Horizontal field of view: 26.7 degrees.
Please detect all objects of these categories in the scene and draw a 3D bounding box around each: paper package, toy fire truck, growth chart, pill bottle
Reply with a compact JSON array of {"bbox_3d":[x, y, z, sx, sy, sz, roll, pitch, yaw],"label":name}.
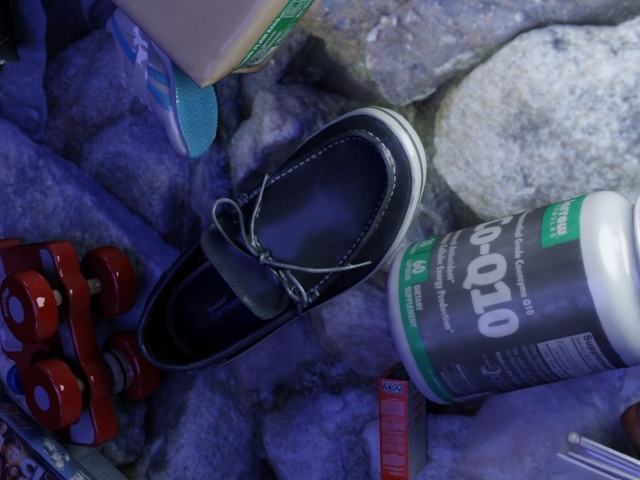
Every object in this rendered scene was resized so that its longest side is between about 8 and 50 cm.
[{"bbox_3d":[-0.120,-0.405,1.650,0.309,0.168,0.325,45,115,8],"label":"paper package"},{"bbox_3d":[-0.380,0.140,1.925,0.254,0.169,0.302,-4,102,50],"label":"toy fire truck"},{"bbox_3d":[0.343,0.337,1.668,0.172,0.021,0.237,28,133,13],"label":"growth chart"},{"bbox_3d":[0.277,0.060,1.566,0.361,0.204,0.204,-16,96,26],"label":"pill bottle"}]

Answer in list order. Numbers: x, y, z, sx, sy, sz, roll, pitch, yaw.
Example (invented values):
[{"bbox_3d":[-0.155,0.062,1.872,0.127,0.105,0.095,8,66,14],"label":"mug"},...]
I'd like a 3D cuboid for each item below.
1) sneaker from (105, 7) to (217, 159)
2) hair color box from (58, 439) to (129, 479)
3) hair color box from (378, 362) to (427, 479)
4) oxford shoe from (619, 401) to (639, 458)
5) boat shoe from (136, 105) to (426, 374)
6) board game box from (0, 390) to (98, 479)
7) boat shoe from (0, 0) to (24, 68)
[{"bbox_3d":[-0.210,-0.212,1.790,0.092,0.087,0.228,-23,86,34],"label":"sneaker"},{"bbox_3d":[-0.298,0.483,1.981,0.374,0.113,0.185,41,116,9],"label":"hair color box"},{"bbox_3d":[0.108,0.237,1.761,0.043,0.072,0.141,4,104,23],"label":"hair color box"},{"bbox_3d":[0.442,0.281,1.634,0.212,0.076,0.076,55,145,3],"label":"oxford shoe"},{"bbox_3d":[-0.059,0.019,1.713,0.500,0.156,0.187,-40,82,32],"label":"boat shoe"},{"bbox_3d":[-0.404,0.351,1.902,0.243,0.042,0.165,40,121,11],"label":"board game box"},{"bbox_3d":[-0.469,-0.265,1.864,0.113,0.127,0.340,38,117,10],"label":"boat shoe"}]
